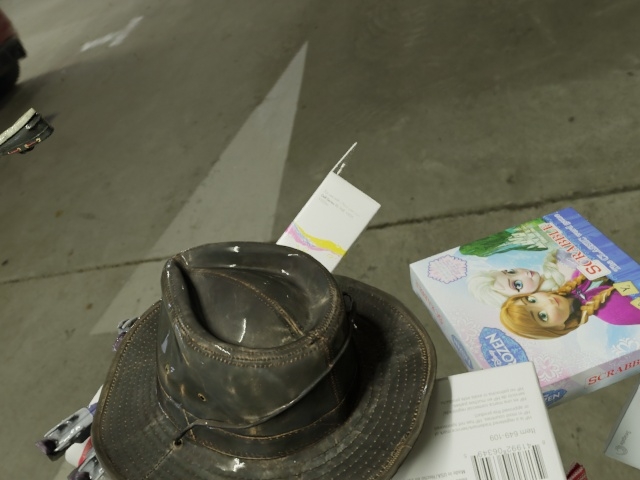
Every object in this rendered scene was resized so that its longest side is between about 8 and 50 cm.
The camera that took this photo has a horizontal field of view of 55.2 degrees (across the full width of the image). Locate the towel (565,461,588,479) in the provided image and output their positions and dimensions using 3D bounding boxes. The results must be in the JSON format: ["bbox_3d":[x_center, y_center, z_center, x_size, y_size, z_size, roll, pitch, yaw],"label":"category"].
[{"bbox_3d":[0.495,0.590,1.290,0.199,0.274,0.031,-39,41,-11],"label":"towel"}]

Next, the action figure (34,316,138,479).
[{"bbox_3d":[-0.243,0.211,0.855,0.185,0.099,0.285,41,63,8],"label":"action figure"}]

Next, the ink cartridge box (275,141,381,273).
[{"bbox_3d":[0.000,0.000,1.194,0.353,0.119,0.207,-54,-2,-9],"label":"ink cartridge box"}]

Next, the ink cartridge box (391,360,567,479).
[{"bbox_3d":[0.137,0.282,0.600,0.198,0.197,0.269,-12,69,7],"label":"ink cartridge box"}]

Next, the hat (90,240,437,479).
[{"bbox_3d":[-0.069,0.081,0.534,0.332,0.133,0.331,-9,35,7],"label":"hat"}]

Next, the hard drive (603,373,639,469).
[{"bbox_3d":[0.753,0.399,1.153,0.353,0.232,0.047,19,41,22],"label":"hard drive"}]

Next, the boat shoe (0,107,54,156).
[{"bbox_3d":[-0.406,-0.132,0.820,0.133,0.042,0.048,-18,40,36],"label":"boat shoe"}]

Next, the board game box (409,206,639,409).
[{"bbox_3d":[0.351,0.099,0.972,0.318,0.065,0.318,-20,38,-7],"label":"board game box"}]

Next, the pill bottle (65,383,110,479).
[{"bbox_3d":[-0.216,0.340,0.975,0.176,0.319,0.176,-62,2,3],"label":"pill bottle"}]
